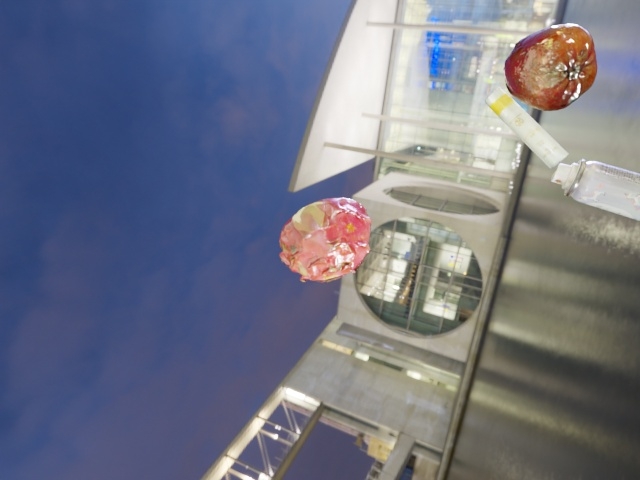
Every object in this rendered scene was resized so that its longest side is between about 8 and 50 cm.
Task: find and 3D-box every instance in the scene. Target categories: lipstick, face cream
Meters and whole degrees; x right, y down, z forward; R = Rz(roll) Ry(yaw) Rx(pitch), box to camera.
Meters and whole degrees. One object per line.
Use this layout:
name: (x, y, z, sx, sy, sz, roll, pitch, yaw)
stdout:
lipstick: (0.562, -0.310, 1.172, 0.059, 0.264, 0.059, -34, -15, -10)
face cream: (0.517, -0.080, 0.723, 0.075, 0.229, 0.075, -52, -25, -36)

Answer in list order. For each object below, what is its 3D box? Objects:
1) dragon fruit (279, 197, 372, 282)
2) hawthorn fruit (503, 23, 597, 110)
dragon fruit: (0.000, 0.000, 1.062, 0.189, 0.261, 0.163, 53, -166, -28)
hawthorn fruit: (0.200, -0.153, 0.379, 0.077, 0.077, 0.077, 14, -90, -70)
